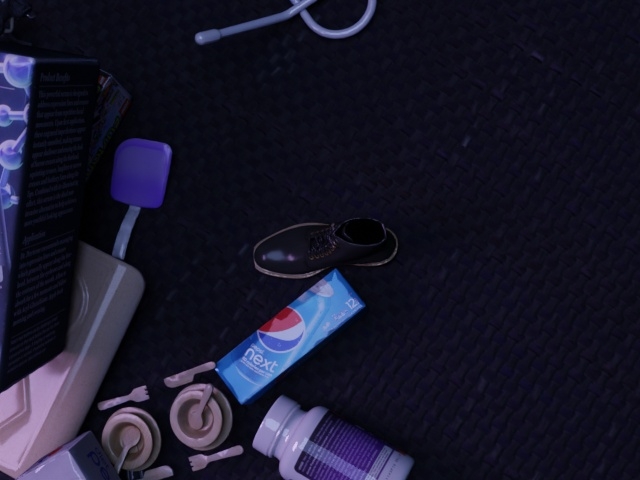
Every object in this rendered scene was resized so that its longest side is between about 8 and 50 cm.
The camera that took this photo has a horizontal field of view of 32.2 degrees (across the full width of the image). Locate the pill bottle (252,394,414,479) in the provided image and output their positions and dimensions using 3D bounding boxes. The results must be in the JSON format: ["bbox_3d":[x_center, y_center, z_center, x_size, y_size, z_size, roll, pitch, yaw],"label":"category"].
[{"bbox_3d":[0.014,0.281,1.431,0.193,0.108,0.108,29,85,10],"label":"pill bottle"}]

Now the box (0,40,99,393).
[{"bbox_3d":[-0.461,-0.051,1.346,0.293,0.212,0.395,10,100,7],"label":"box"}]

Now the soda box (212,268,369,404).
[{"bbox_3d":[-0.037,0.130,1.480,0.210,0.071,0.067,-39,79,-1],"label":"soda box"}]

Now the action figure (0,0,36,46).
[{"bbox_3d":[-0.450,-0.210,1.515,0.141,0.164,0.276,3,53,-20],"label":"action figure"}]

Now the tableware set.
[{"bbox_3d":[-0.207,0.249,1.452,0.194,0.039,0.128,-21,84,17],"label":"tableware set"}]

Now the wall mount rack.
[{"bbox_3d":[-0.086,-0.420,1.546,0.304,0.130,0.350,-33,78,0],"label":"wall mount rack"}]

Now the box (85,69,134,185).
[{"bbox_3d":[-0.337,-0.131,1.536,0.036,0.114,0.207,27,85,10],"label":"box"}]

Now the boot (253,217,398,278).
[{"bbox_3d":[0.000,0.000,1.464,0.198,0.137,0.077,-10,80,5],"label":"boot"}]

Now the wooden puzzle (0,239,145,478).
[{"bbox_3d":[-0.448,0.118,1.518,0.348,0.080,0.322,25,90,7],"label":"wooden puzzle"}]

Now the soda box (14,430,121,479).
[{"bbox_3d":[-0.270,0.394,1.414,0.091,0.098,0.286,-30,92,8],"label":"soda box"}]

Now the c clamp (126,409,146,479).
[{"bbox_3d":[-0.300,0.314,1.508,0.160,0.022,0.137,-13,85,3],"label":"c clamp"}]

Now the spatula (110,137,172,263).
[{"bbox_3d":[-0.276,0.004,1.549,0.084,0.030,0.296,12,83,9],"label":"spatula"}]
